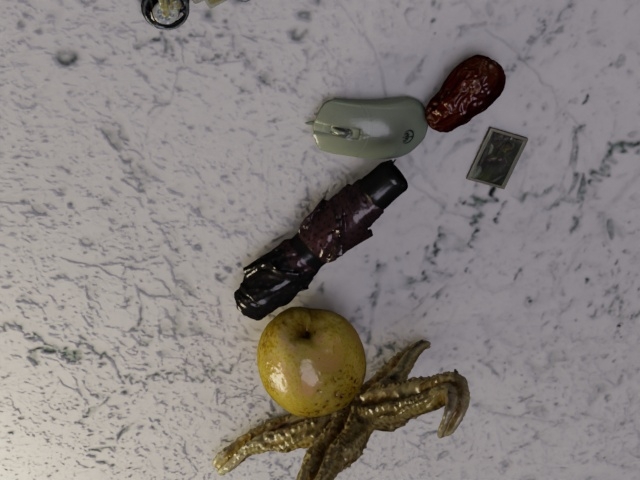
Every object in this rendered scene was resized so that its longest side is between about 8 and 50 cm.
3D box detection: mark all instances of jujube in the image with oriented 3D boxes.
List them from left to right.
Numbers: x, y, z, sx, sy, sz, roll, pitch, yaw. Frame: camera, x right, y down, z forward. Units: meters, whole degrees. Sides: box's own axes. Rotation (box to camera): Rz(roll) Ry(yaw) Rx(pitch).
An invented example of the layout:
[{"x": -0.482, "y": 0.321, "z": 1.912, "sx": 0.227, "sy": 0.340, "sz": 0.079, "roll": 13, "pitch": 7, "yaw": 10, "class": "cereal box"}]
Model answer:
[{"x": 0.201, "y": -0.204, "z": 1.547, "sx": 0.129, "sy": 0.077, "sz": 0.077, "roll": -42, "pitch": 118, "yaw": 18, "class": "jujube"}]

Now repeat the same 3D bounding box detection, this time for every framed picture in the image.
[{"x": 0.262, "y": -0.122, "z": 1.643, "sx": 0.066, "sy": 0.006, "sz": 0.089, "roll": 14, "pitch": 117, "yaw": -18, "class": "framed picture"}]

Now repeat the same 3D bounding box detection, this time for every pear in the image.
[{"x": -0.016, "y": 0.178, "z": 1.677, "sx": 0.178, "sy": 0.178, "sz": 0.178, "roll": -4, "pitch": 120, "yaw": -8, "class": "pear"}]

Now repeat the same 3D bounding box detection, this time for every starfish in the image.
[{"x": 0.025, "y": 0.303, "z": 1.692, "sx": 0.432, "sy": 0.324, "sz": 0.082, "roll": -28, "pitch": 106, "yaw": 2, "class": "starfish"}]

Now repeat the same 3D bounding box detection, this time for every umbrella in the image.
[{"x": 0.000, "y": 0.000, "z": 1.620, "sx": 0.326, "sy": 0.094, "sz": 0.090, "roll": -40, "pitch": 79, "yaw": 17, "class": "umbrella"}]

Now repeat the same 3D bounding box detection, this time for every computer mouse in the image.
[{"x": 0.069, "y": -0.159, "z": 1.561, "sx": 0.182, "sy": 0.056, "sz": 0.089, "roll": 2, "pitch": 115, "yaw": -10, "class": "computer mouse"}]

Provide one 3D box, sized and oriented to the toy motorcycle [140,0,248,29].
[{"x": -0.151, "y": -0.364, "z": 1.392, "sx": 0.229, "sy": 0.074, "sz": 0.151, "roll": -28, "pitch": 126, "yaw": 17, "class": "toy motorcycle"}]
